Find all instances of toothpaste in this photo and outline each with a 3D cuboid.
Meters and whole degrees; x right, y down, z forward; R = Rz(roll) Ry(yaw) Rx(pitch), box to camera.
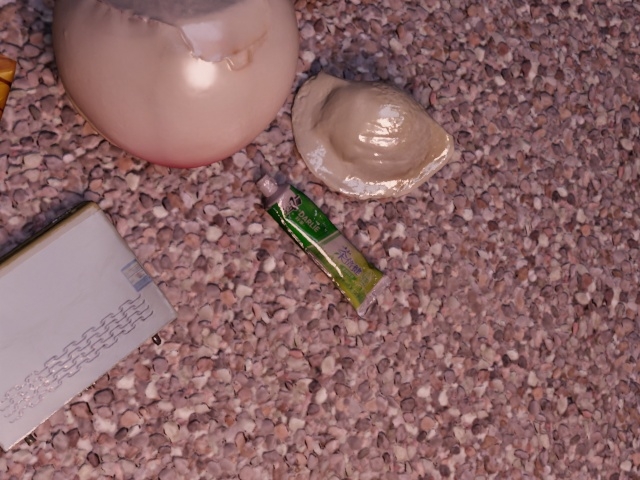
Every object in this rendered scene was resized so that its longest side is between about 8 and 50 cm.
[{"bbox_3d":[0.000,0.000,1.334,0.248,0.047,0.078,47,71,-16],"label":"toothpaste"}]

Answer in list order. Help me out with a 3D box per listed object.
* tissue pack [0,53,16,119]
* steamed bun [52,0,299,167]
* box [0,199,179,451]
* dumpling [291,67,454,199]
[{"bbox_3d":[-0.471,-0.133,1.092,0.183,0.092,0.226,20,74,-33],"label":"tissue pack"},{"bbox_3d":[-0.173,-0.214,1.166,0.309,0.309,0.309,2,84,-25],"label":"steamed bun"},{"bbox_3d":[-0.332,0.104,1.168,0.270,0.045,0.211,-41,102,-23],"label":"box"},{"bbox_3d":[0.070,-0.139,1.340,0.215,0.126,0.166,23,92,-24],"label":"dumpling"}]
